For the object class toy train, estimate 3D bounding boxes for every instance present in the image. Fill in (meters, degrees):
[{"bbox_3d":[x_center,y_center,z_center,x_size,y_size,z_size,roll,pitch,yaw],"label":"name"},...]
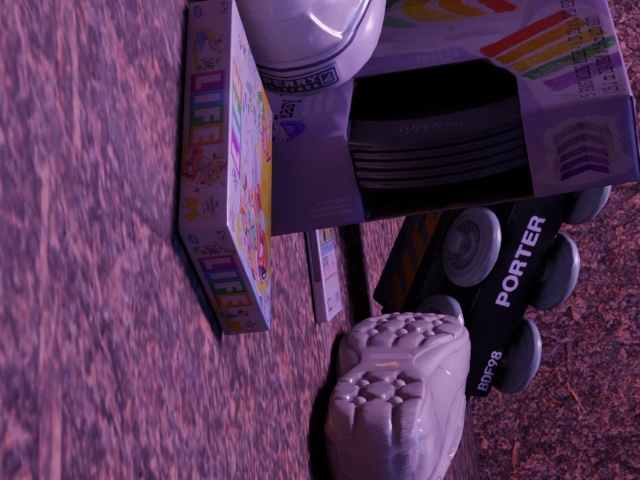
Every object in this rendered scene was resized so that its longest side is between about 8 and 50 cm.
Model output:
[{"bbox_3d":[0.153,-0.001,1.449,0.190,0.142,0.334,38,-71,59],"label":"toy train"}]

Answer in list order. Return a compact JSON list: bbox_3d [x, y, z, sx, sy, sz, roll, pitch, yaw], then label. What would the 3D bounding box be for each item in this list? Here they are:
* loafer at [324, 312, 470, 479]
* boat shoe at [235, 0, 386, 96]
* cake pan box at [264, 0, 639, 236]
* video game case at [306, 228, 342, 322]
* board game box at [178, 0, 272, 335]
[{"bbox_3d":[0.062,0.138,1.219,0.319,0.112,0.111,-48,138,-70],"label":"loafer"},{"bbox_3d":[-0.017,-0.282,0.947,0.156,0.136,0.367,65,30,-58],"label":"boat shoe"},{"bbox_3d":[0.081,-0.098,1.020,0.267,0.246,0.070,-79,157,-61],"label":"cake pan box"},{"bbox_3d":[0.000,0.000,1.200,0.087,0.011,0.122,-28,112,-81],"label":"video game case"},{"bbox_3d":[-0.050,-0.040,0.824,0.103,0.026,0.154,71,15,-55],"label":"board game box"}]
